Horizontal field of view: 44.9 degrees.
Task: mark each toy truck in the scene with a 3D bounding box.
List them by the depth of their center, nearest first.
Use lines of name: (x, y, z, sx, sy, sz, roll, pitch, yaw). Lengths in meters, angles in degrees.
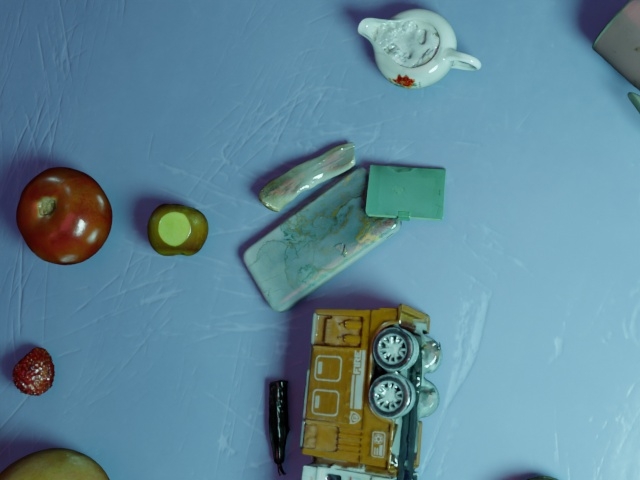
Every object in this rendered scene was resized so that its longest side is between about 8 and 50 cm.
toy truck: (0.071, 0.302, 1.265, 0.207, 0.173, 0.388, 1, 78, 25)

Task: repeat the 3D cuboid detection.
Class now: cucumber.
cucumber: (-0.072, 0.331, 1.376, 0.039, 0.043, 0.163, 1, 82, -24)

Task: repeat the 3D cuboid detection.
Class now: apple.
apple: (-0.500, 0.497, 1.389, 0.253, 0.253, 0.254, -3, 80, 18)
apple: (-0.270, -0.017, 1.468, 0.114, 0.099, 0.102, 10, 90, -6)

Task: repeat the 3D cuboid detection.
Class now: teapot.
teapot: (0.178, -0.336, 1.374, 0.226, 0.092, 0.145, 18, 90, 19)

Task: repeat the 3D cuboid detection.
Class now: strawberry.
strawberry: (-0.566, 0.259, 1.533, 0.083, 0.083, 0.096, 0, 74, 18)

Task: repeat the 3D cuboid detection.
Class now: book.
book: (0.150, -0.082, 1.356, 0.135, 0.017, 0.103, 4, 68, 7)

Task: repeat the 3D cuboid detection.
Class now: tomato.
tomato: (-0.501, -0.046, 1.528, 0.195, 0.136, 0.195, -4, 77, 18)

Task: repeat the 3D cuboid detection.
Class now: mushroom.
mushroom: (-0.021, -0.119, 1.430, 0.202, 0.054, 0.059, -30, 78, 6)

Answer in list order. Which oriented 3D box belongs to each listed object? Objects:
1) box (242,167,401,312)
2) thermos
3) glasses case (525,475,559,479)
box: (0.000, 0.000, 1.405, 0.285, 0.044, 0.142, -36, 68, 9)
thermos: (0.561, -0.256, 1.210, 0.176, 0.146, 0.265, -39, 77, 2)
glasses case: (0.417, 0.549, 1.142, 0.156, 0.098, 0.425, -42, 71, 13)
